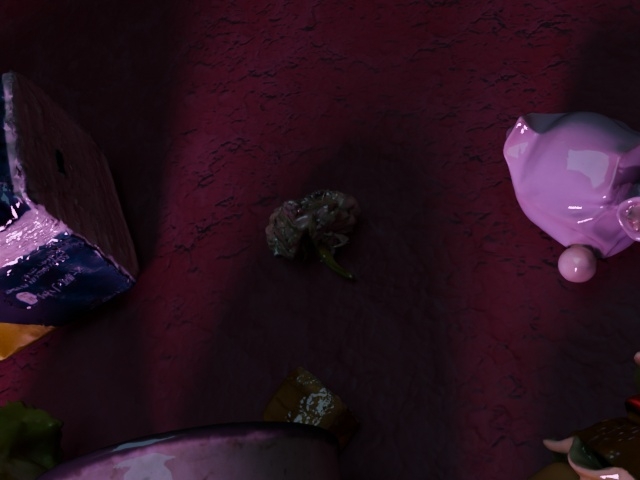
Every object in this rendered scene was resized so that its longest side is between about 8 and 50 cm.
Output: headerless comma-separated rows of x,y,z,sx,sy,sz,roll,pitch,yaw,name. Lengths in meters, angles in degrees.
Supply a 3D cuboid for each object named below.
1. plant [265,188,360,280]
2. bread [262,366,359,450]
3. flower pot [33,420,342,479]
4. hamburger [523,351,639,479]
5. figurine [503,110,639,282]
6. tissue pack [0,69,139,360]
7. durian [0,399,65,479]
0.000,0.000,1.029,0.116,0.104,0.122,-34,80,50,plant
-0.011,0.186,0.909,0.083,0.076,0.070,32,76,35,bread
-0.097,0.355,0.735,0.294,0.293,0.330,-20,62,15,flower pot
0.305,0.202,0.621,0.212,0.274,0.274,-41,52,-2,hamburger
0.307,-0.044,0.849,0.276,0.133,0.200,26,73,34,figurine
-0.485,0.015,1.134,0.417,0.253,0.264,-29,54,9,tissue pack
-0.346,0.357,0.901,0.256,0.204,0.339,28,78,24,durian
